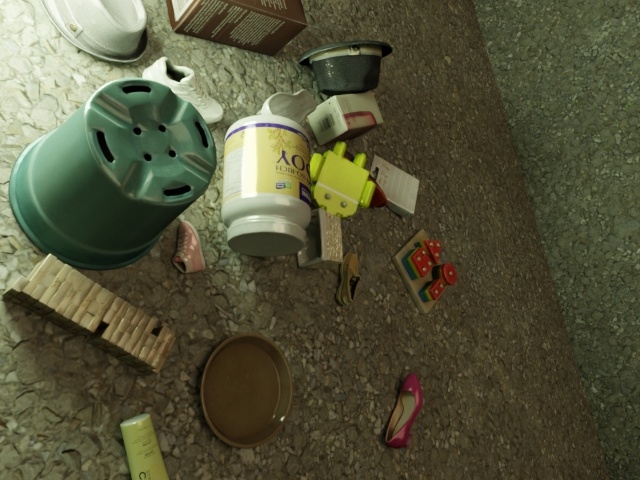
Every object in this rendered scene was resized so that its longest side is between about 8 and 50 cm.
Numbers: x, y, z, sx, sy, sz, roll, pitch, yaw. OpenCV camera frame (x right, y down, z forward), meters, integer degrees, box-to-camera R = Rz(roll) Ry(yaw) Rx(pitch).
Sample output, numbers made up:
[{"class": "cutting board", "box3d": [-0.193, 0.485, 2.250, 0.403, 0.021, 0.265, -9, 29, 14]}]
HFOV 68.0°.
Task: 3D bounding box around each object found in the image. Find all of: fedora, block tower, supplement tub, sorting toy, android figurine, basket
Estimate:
[{"class": "fedora", "box3d": [0.094, -0.593, 1.676, 0.334, 0.334, 0.153, -16, 104, -46]}, {"class": "block tower", "box3d": [-0.460, 0.159, 0.984, 0.335, 0.091, 0.097, 40, 50, -27]}, {"class": "supplement tub", "box3d": [-0.145, -0.143, 1.293, 0.241, 0.241, 0.331, 15, 65, -40]}, {"class": "fedora", "box3d": [-0.533, -0.583, 1.167, 0.243, 0.124, 0.275, -41, 104, -45]}, {"class": "sorting toy", "box3d": [0.425, 0.109, 1.857, 0.255, 0.089, 0.257, -37, 101, -45]}, {"class": "android figurine", "box3d": [0.064, -0.187, 1.586, 0.248, 0.056, 0.273, 27, 75, -19]}, {"class": "basket", "box3d": [0.000, 0.000, 1.472, 0.103, 0.113, 0.167, 13, 66, -43]}]

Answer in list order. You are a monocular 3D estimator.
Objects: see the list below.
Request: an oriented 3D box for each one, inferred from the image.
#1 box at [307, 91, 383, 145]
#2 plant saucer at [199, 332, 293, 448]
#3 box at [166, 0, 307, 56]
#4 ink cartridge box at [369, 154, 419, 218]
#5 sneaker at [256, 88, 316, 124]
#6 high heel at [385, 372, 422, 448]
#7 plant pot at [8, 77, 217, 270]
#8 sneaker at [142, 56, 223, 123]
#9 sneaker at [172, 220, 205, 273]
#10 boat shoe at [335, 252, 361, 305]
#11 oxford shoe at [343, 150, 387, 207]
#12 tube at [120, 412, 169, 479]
[{"class": "box", "box3d": [0.091, -0.435, 1.697, 0.232, 0.148, 0.127, -24, 92, -46]}, {"class": "plant saucer", "box3d": [-0.186, 0.375, 1.202, 0.278, 0.041, 0.278, 17, 64, -39]}, {"class": "box", "box3d": [-0.246, -0.700, 1.441, 0.381, 0.191, 0.143, -4, 78, -45]}, {"class": "ink cartridge box", "box3d": [0.280, -0.213, 1.882, 0.224, 0.056, 0.181, 26, 56, -13]}, {"class": "sneaker", "box3d": [-0.135, -0.368, 1.433, 0.108, 0.169, 0.292, 63, 28, -9]}, {"class": "high heel", "box3d": [0.265, 0.547, 1.545, 0.117, 0.082, 0.244, 34, 66, -43]}, {"class": "plant pot", "box3d": [-0.404, -0.138, 0.976, 0.341, 0.334, 0.341, 18, 64, -40]}, {"class": "sneaker", "box3d": [-0.353, -0.401, 1.278, 0.232, 0.115, 0.090, 27, 57, -34]}, {"class": "sneaker", "box3d": [-0.338, 0.019, 1.181, 0.070, 0.051, 0.134, -19, 92, -51]}, {"class": "boat shoe", "box3d": [0.105, 0.122, 1.554, 0.068, 0.072, 0.190, 29, 56, -33]}, {"class": "oxford shoe", "box3d": [0.153, -0.228, 1.721, 0.271, 0.097, 0.098, 44, 43, -24]}, {"class": "tube", "box3d": [-0.355, 0.486, 0.988, 0.070, 0.062, 0.240, -14, 89, -5]}]
